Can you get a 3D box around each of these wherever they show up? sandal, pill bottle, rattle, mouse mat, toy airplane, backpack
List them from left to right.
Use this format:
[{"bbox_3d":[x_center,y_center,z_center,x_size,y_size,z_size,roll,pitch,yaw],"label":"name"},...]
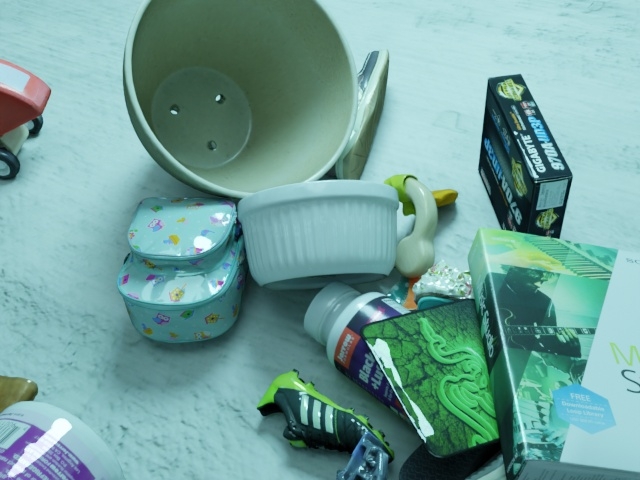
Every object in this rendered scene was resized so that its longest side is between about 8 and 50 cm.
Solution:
[{"bbox_3d":[-0.680,-0.239,1.226,0.384,0.272,0.386,-34,52,-22],"label":"toy airplane"},{"bbox_3d":[-0.331,0.303,0.699,0.169,0.169,0.301,14,35,20],"label":"pill bottle"},{"bbox_3d":[-0.178,0.035,0.997,0.166,0.144,0.188,2,50,3],"label":"backpack"},{"bbox_3d":[0.076,0.128,0.899,0.193,0.108,0.108,32,58,31],"label":"pill bottle"},{"bbox_3d":[0.141,0.015,1.050,0.130,0.143,0.199,-30,59,23],"label":"rattle"},{"bbox_3d":[0.143,0.136,0.800,0.153,0.007,0.189,-13,42,-17],"label":"mouse mat"},{"bbox_3d":[0.192,0.211,0.846,0.255,0.054,0.097,-33,31,-18],"label":"sandal"}]

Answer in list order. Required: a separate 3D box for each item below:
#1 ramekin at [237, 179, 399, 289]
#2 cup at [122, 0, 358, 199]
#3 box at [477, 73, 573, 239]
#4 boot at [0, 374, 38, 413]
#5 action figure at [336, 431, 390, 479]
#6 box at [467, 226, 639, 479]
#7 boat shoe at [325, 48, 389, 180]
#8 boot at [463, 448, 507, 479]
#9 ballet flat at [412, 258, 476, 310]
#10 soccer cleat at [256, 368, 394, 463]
[{"bbox_3d":[0.000,0.000,0.967,0.207,0.207,0.109,-5,80,3],"label":"ramekin"},{"bbox_3d":[-0.142,-0.207,1.121,0.331,0.331,0.237,-36,9,-24],"label":"cup"},{"bbox_3d":[0.271,-0.092,1.033,0.051,0.175,0.220,-8,47,-1],"label":"box"},{"bbox_3d":[-0.507,0.247,0.872,0.264,0.096,0.280,5,47,12],"label":"boot"},{"bbox_3d":[-0.056,0.286,0.648,0.178,0.330,0.341,39,66,-15],"label":"action figure"},{"bbox_3d":[0.285,0.119,0.781,0.232,0.058,0.322,9,38,-5],"label":"box"},{"bbox_3d":[0.048,-0.213,1.227,0.092,0.102,0.285,11,55,11],"label":"boat shoe"},{"bbox_3d":[0.227,0.336,0.672,0.377,0.138,0.284,-31,50,-29],"label":"boot"},{"bbox_3d":[0.232,0.081,0.921,0.241,0.091,0.077,20,52,8],"label":"ballet flat"},{"bbox_3d":[0.004,0.215,0.867,0.179,0.060,0.072,26,65,36],"label":"soccer cleat"}]
